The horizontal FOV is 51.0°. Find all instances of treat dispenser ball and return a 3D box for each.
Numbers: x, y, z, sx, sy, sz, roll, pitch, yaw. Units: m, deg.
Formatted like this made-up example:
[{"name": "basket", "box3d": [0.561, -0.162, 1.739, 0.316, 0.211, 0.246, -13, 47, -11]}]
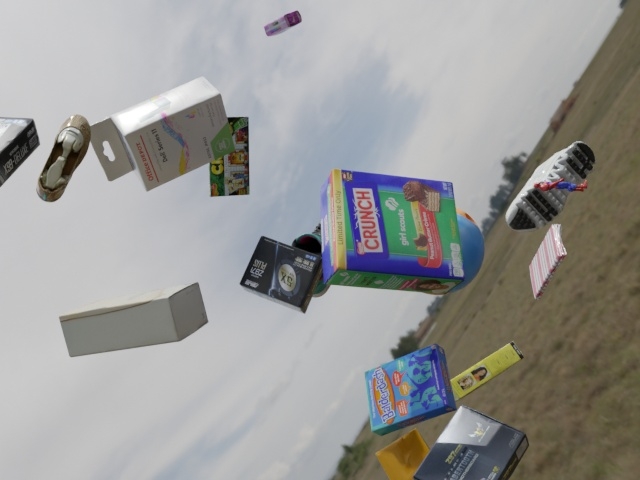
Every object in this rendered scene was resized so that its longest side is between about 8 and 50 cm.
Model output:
[{"name": "treat dispenser ball", "box3d": [0.366, 0.027, 2.098, 0.288, 0.288, 0.288, -53, -12, -17]}]

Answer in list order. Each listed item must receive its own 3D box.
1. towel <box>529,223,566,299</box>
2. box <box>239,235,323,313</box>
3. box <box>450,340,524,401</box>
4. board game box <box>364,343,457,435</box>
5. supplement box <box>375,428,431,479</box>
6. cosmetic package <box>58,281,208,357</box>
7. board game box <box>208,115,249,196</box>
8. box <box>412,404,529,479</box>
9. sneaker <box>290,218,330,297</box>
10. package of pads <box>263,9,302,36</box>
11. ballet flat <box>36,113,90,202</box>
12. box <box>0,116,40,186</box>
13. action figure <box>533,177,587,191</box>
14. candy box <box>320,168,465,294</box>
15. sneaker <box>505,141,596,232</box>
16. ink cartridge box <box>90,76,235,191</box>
[{"name": "towel", "box3d": [0.666, 0.064, 1.969, 0.144, 0.029, 0.197, -78, 1, -48]}, {"name": "box", "box3d": [-0.099, 0.090, 1.771, 0.077, 0.180, 0.147, 71, -139, -71]}, {"name": "box", "box3d": [0.451, 0.369, 1.869, 0.232, 0.058, 0.087, -28, -19, -18]}, {"name": "board game box", "box3d": [0.211, 0.360, 1.612, 0.210, 0.160, 0.047, -29, -43, 26]}, {"name": "supplement box", "box3d": [0.267, 0.638, 1.801, 0.129, 0.191, 0.194, -32, -33, 0]}, {"name": "cosmetic package", "box3d": [-0.452, 0.193, 1.633, 0.160, 0.309, 0.113, -32, -71, -72]}, {"name": "board game box", "box3d": [-0.300, -0.273, 2.189, 0.030, 0.136, 0.259, -143, 51, -65]}, {"name": "box", "box3d": [0.360, 0.528, 1.608, 0.232, 0.183, 0.059, -47, -49, -25]}, {"name": "sneaker", "box3d": [0.000, 0.000, 1.916, 0.178, 0.124, 0.295, 60, -135, -65]}, {"name": "package of pads", "box3d": [-0.086, -0.494, 1.532, 0.050, 0.032, 0.083, -34, 17, -36]}, {"name": "ballet flat", "box3d": [-0.542, -0.178, 1.427, 0.067, 0.073, 0.206, 165, 123, -69]}, {"name": "box", "box3d": [-0.853, -0.205, 1.552, 0.242, 0.307, 0.076, -78, -9, -53]}, {"name": "action figure", "box3d": [0.542, -0.125, 1.523, 0.038, 0.115, 0.030, 96, 172, -80]}, {"name": "candy box", "box3d": [0.166, -0.020, 1.608, 0.122, 0.317, 0.268, 120, 151, -60]}, {"name": "sneaker", "box3d": [0.572, -0.130, 1.712, 0.292, 0.110, 0.118, -43, 15, -12]}, {"name": "ink cartridge box", "box3d": [-0.429, -0.275, 1.831, 0.353, 0.119, 0.207, -28, -40, -16]}]
